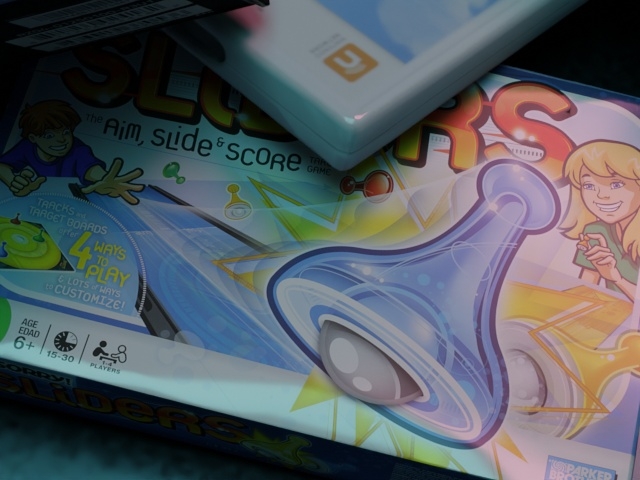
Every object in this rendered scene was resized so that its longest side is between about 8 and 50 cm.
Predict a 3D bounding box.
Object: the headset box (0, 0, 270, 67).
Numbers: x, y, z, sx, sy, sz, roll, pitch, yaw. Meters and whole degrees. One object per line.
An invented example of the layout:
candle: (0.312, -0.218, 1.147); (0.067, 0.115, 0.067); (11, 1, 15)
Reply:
headset box: (-0.169, -0.179, 0.420); (0.246, 0.131, 0.283); (-11, 88, 14)

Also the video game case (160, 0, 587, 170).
video game case: (0.011, -0.133, 0.527); (0.193, 0.023, 0.212); (39, 55, 21)

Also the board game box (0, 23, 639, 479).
board game box: (0.000, 0.000, 0.473); (0.201, 0.035, 0.136); (13, 62, 2)
